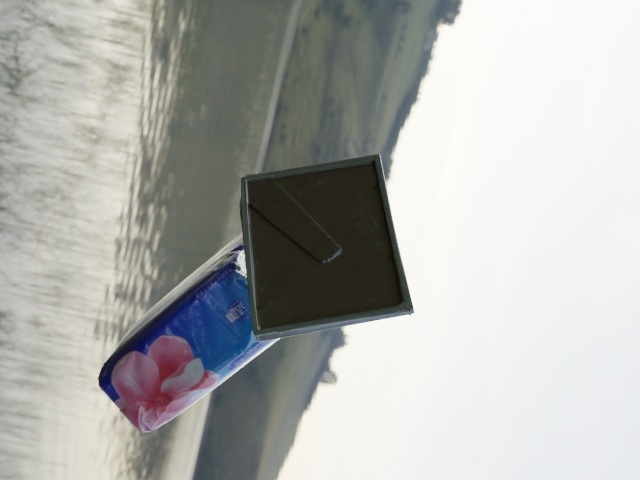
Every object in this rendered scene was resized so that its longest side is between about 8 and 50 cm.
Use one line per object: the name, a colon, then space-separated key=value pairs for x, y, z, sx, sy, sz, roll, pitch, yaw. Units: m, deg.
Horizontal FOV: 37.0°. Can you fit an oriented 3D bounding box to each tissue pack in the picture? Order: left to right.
tissue pack: x=-0.153 y=0.119 z=1.317 sx=0.270 sy=0.137 sz=0.209 roll=-40 pitch=-169 yaw=17

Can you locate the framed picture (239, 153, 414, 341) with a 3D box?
framed picture: x=0.000 y=0.000 z=1.158 sx=0.023 sy=0.189 sz=0.259 roll=77 pitch=2 yaw=-48
